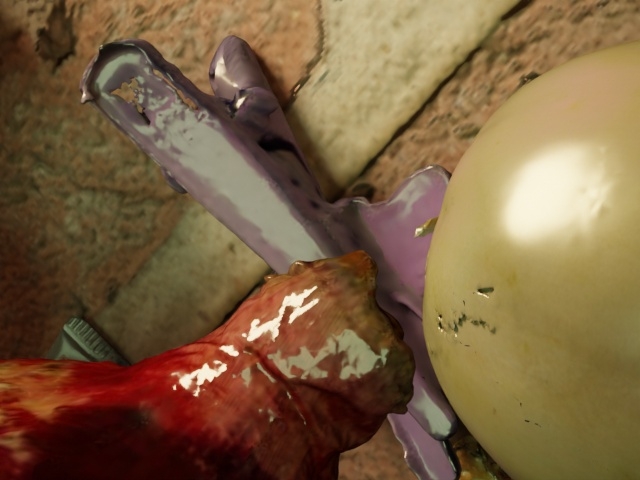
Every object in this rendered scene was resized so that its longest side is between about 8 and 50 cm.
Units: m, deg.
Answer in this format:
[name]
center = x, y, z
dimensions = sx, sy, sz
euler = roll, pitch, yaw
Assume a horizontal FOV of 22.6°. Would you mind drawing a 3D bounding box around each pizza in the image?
[pizza]
center = 0.092, 0.146, 0.841
dimensions = 0.078, 0.025, 0.083
euler = 30, 125, 24

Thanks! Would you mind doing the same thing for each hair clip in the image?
[hair clip]
center = 0.001, -0.005, 0.817
dimensions = 0.137, 0.090, 0.278
euler = -43, 90, 19

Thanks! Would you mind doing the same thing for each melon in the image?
[melon]
center = 0.188, 0.032, 0.638
dimensions = 0.317, 0.223, 0.223
euler = 14, 112, 26

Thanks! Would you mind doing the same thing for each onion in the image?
[onion]
center = -0.110, 0.167, 0.769
dimensions = 0.398, 0.398, 0.420
euler = 30, 100, 18

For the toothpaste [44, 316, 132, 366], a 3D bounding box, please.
[toothpaste]
center = -0.183, 0.155, 0.986
dimensions = 0.089, 0.057, 0.234
euler = 43, 115, 7
